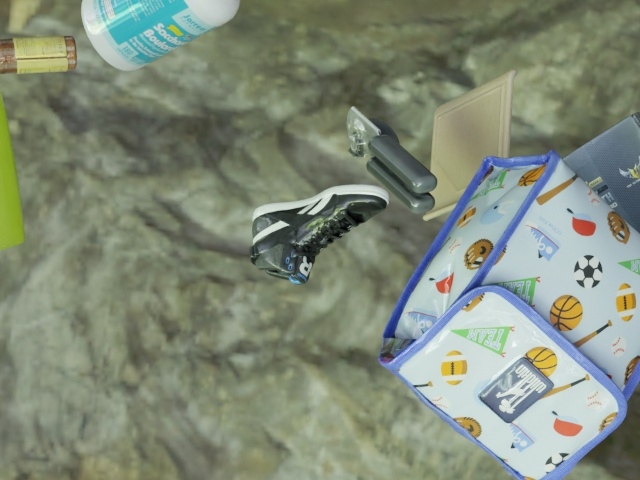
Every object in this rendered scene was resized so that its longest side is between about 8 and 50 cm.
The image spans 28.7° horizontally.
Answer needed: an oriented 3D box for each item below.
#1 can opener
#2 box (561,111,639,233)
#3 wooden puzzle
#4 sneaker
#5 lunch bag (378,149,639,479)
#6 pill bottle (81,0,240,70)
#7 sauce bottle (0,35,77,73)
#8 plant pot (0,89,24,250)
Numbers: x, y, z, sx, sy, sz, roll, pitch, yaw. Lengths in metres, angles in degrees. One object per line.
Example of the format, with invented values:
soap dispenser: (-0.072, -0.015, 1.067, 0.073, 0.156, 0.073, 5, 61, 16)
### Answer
can opener: (0.127, -0.142, 2.082, 0.095, 0.076, 0.283, -12, -145, -24)
box: (0.472, -0.074, 2.058, 0.183, 0.232, 0.059, 58, -155, 4)
wooden puzzle: (0.266, -0.162, 2.181, 0.044, 0.239, 0.221, 20, 158, -26)
sneaker: (0.000, 0.000, 1.760, 0.217, 0.121, 0.079, -12, 151, 29)
lunch bag: (0.302, 0.116, 1.799, 0.328, 0.385, 0.239, 41, 164, -17)
pill bottle: (-0.225, -0.372, 1.906, 0.264, 0.146, 0.146, -23, -167, 27)
sauce bottle: (-0.337, -0.206, 1.388, 0.128, 0.042, 0.042, -4, -150, -18)
plant pot: (-0.516, -0.085, 1.490, 0.228, 0.227, 0.207, 14, -150, 38)
